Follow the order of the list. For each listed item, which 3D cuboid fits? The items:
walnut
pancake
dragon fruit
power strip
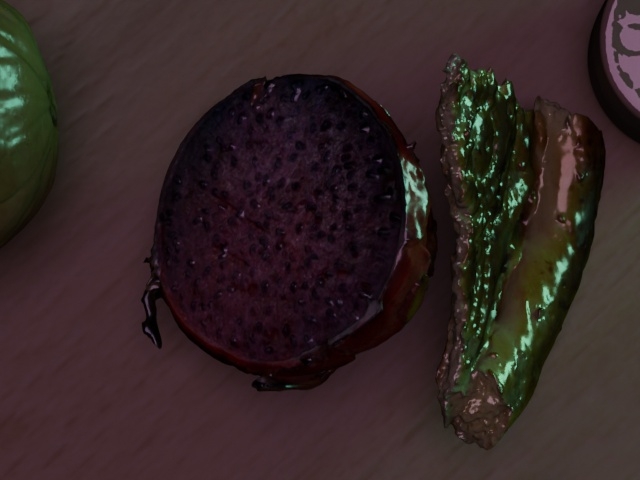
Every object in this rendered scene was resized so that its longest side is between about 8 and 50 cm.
[{"bbox_3d":[-0.295,-0.081,1.220,0.228,0.228,0.228,0,84,0],"label":"walnut"},{"bbox_3d":[0.129,-0.017,1.212,0.057,0.244,0.266,5,52,30],"label":"pancake"},{"bbox_3d":[0.003,-0.002,1.255,0.218,0.148,0.223,19,94,33],"label":"dragon fruit"},{"bbox_3d":[0.273,-0.143,1.285,0.154,0.078,0.154,0,85,1],"label":"power strip"}]
